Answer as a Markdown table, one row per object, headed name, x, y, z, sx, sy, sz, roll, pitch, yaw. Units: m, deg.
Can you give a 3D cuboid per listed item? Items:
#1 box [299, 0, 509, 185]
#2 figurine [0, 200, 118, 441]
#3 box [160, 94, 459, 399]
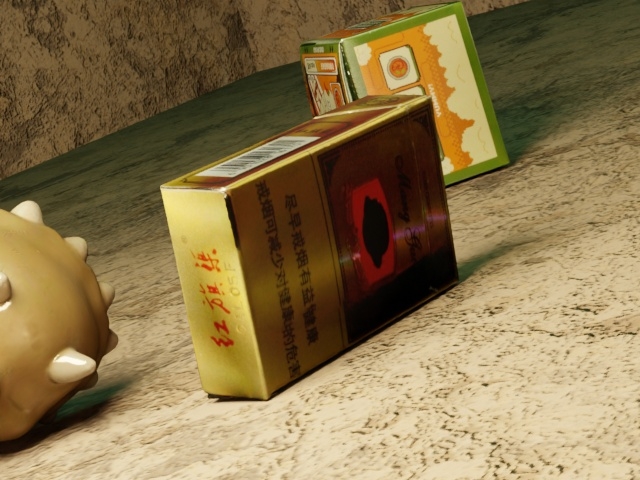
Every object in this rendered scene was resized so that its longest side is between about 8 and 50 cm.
| name | x | y | z | sx | sy | sz | roll | pitch | yaw |
| --- | --- | --- | --- | --- | --- | --- | --- | --- | --- |
| box | 0.081 | -0.145 | 1.865 | 0.148 | 0.177 | 0.195 | -20 | 10 | -10 |
| figurine | -0.238 | 0.054 | 1.312 | 0.173 | 0.177 | 0.247 | -35 | 0 | 7 |
| box | 0.000 | 0.000 | 1.267 | 0.071 | 0.159 | 0.240 | 1 | 18 | 40 |
